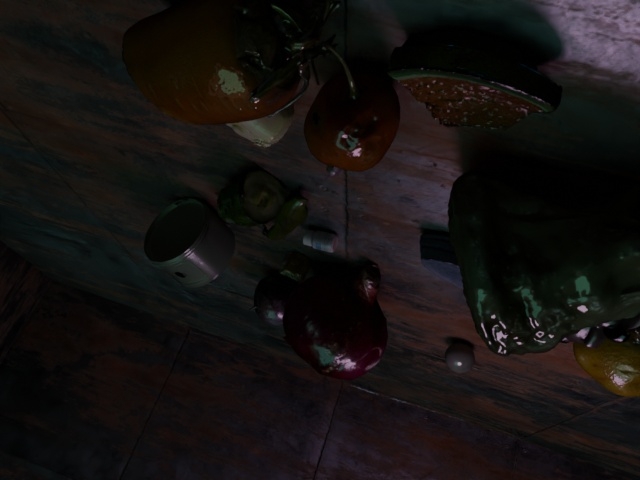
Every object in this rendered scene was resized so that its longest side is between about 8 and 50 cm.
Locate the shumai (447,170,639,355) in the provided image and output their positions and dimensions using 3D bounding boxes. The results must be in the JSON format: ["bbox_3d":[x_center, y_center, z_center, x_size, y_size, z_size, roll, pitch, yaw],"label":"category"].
[{"bbox_3d":[0.418,0.026,0.927,0.323,0.324,0.397,-12,147,28],"label":"shumai"}]

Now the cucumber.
[{"bbox_3d":[-0.200,-0.094,1.348,0.134,0.134,0.244,33,156,-25],"label":"cucumber"}]

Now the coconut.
[{"bbox_3d":[-0.120,-0.243,0.978,0.122,0.116,0.116,33,153,-27],"label":"coconut"}]

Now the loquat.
[{"bbox_3d":[0.704,0.245,1.217,0.213,0.214,0.246,13,155,17],"label":"loquat"}]

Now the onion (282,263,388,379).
[{"bbox_3d":[0.073,0.220,1.607,0.347,0.348,0.385,26,120,-11],"label":"onion"}]

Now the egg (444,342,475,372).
[{"bbox_3d":[0.488,0.412,1.851,0.103,0.103,0.135,10,156,22],"label":"egg"}]

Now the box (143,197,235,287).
[{"bbox_3d":[-0.387,0.006,1.564,0.226,0.226,0.149,4,151,33],"label":"box"}]

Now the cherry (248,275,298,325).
[{"bbox_3d":[-0.147,0.214,1.873,0.195,0.195,0.195,17,155,8],"label":"cherry"}]

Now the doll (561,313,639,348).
[{"bbox_3d":[0.591,0.150,1.138,0.117,0.182,0.257,11,154,-11],"label":"doll"}]

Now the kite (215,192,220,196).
[{"bbox_3d":[-0.225,-0.098,1.482,0.160,0.010,0.183,23,155,-5],"label":"kite"}]

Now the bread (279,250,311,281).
[{"bbox_3d":[-0.079,0.083,1.668,0.083,0.070,0.076,27,156,-19],"label":"bread"}]

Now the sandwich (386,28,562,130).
[{"bbox_3d":[0.230,-0.234,0.773,0.234,0.079,0.159,12,165,27],"label":"sandwich"}]

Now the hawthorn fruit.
[{"bbox_3d":[0.048,-0.223,0.821,0.165,0.165,0.285,16,158,11],"label":"hawthorn fruit"}]

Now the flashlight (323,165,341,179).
[{"bbox_3d":[0.034,-0.168,1.106,0.031,0.052,0.110,53,153,15],"label":"flashlight"}]

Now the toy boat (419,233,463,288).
[{"bbox_3d":[0.359,0.065,1.274,0.282,0.078,0.127,24,159,-9],"label":"toy boat"}]

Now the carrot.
[{"bbox_3d":[-0.130,-0.276,0.809,0.330,0.193,0.214,-4,122,36],"label":"carrot"}]

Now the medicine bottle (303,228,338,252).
[{"bbox_3d":[0.000,0.000,1.452,0.089,0.052,0.052,14,155,17],"label":"medicine bottle"}]

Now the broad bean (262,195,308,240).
[{"bbox_3d":[-0.095,-0.050,1.407,0.075,0.067,0.325,35,152,-9],"label":"broad bean"}]
